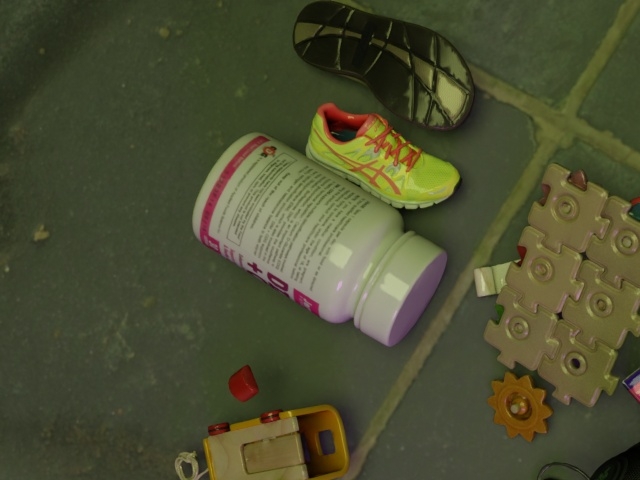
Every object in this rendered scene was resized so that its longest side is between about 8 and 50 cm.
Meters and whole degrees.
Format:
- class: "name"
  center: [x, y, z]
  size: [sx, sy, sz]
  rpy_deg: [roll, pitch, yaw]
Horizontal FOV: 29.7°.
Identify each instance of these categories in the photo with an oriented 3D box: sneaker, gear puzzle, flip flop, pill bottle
- class: "sneaker"
  center: [0.074, -0.108, 1.477]
  size: [0.209, 0.094, 0.081]
  rpy_deg: [19, 51, 17]
- class: "gear puzzle"
  center: [0.282, 0.091, 1.375]
  size: [0.175, 0.044, 0.339]
  rpy_deg: [33, 120, 30]
- class: "flip flop"
  center: [0.083, -0.222, 1.514]
  size: [0.277, 0.080, 0.112]
  rpy_deg: [28, 97, 33]
- class: "pill bottle"
  center: [0.000, 0.000, 1.464]
  size: [0.283, 0.160, 0.160]
  rpy_deg: [31, 93, 18]

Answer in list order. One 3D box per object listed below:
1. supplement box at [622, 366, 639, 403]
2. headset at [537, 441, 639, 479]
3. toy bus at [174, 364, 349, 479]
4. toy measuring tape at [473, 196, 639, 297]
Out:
- class: "supplement box"
  center: [0.449, 0.208, 1.332]
  size: [0.114, 0.111, 0.220]
  rpy_deg: [-40, 75, 9]
- class: "headset"
  center: [0.345, 0.332, 1.253]
  size: [0.243, 0.394, 0.185]
  rpy_deg: [45, 75, -26]
- class: "toy bus"
  center: [-0.059, 0.262, 1.481]
  size: [0.202, 0.104, 0.191]
  rpy_deg: [39, 117, 36]
- class: "toy measuring tape"
  center: [0.332, 0.014, 1.389]
  size: [0.330, 0.121, 0.121]
  rpy_deg: [-12, 81, 15]
